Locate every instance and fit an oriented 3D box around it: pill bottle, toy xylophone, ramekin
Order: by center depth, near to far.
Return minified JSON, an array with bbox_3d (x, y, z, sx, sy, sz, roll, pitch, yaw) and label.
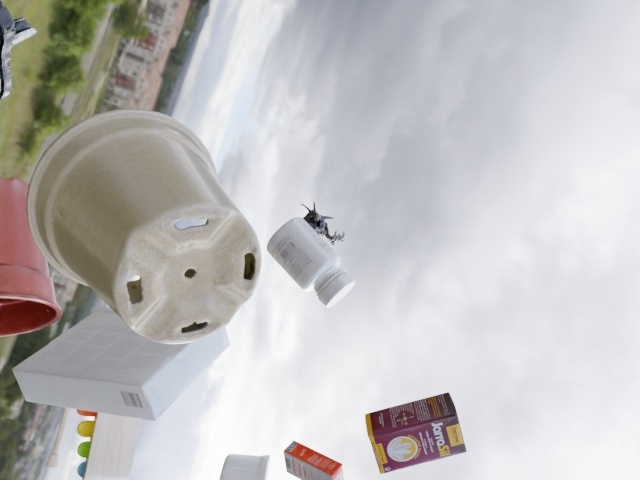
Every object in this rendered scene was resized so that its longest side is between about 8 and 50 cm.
[{"bbox_3d":[-0.554,0.472,1.657,0.081,0.236,0.323,-1,-111,54],"label":"toy xylophone"},{"bbox_3d":[-0.022,0.060,1.716,0.131,0.229,0.131,-40,165,-13],"label":"pill bottle"},{"bbox_3d":[-0.238,0.771,1.953,0.277,0.135,0.277,-171,-90,-89],"label":"ramekin"}]

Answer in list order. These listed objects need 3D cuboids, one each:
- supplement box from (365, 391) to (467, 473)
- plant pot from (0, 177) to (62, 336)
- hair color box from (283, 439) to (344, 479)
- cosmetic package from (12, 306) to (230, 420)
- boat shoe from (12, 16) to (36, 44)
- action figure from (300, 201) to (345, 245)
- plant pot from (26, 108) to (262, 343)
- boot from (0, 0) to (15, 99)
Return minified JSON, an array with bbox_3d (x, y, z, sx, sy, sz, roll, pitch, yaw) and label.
[{"bbox_3d":[0.198,0.402,1.371,0.081,0.188,0.104,-93,166,-69],"label":"supplement box"},{"bbox_3d":[-0.657,0.028,1.285,0.272,0.272,0.265,135,-51,-57],"label":"plant pot"},{"bbox_3d":[-0.016,0.519,1.497,0.043,0.141,0.072,-35,130,-44],"label":"hair color box"},{"bbox_3d":[-0.437,0.260,1.464,0.284,0.377,0.097,-46,130,-53],"label":"cosmetic package"},{"bbox_3d":[-0.699,-0.405,1.299,0.114,0.302,0.091,-60,137,-59],"label":"boat shoe"},{"bbox_3d":[0.000,0.000,2.177,0.141,0.164,0.276,-18,-99,61],"label":"action figure"},{"bbox_3d":[-0.256,-0.005,1.030,0.305,0.334,0.334,38,-70,49],"label":"plant pot"},{"bbox_3d":[-0.598,-0.268,1.030,0.207,0.094,0.246,-39,-178,-35],"label":"boot"}]
